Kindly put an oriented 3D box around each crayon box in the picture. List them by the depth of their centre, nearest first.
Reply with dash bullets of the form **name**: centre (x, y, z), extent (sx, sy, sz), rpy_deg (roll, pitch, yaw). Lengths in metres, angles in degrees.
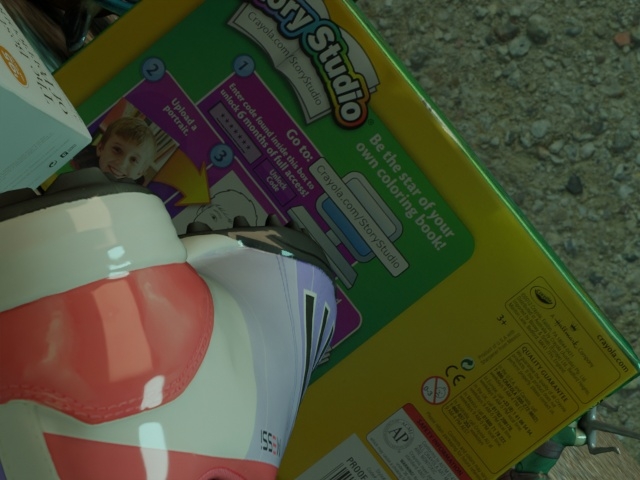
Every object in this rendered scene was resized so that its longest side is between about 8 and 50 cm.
- **crayon box**: centre (0.000, -0.001, 0.880), extent (0.278, 0.165, 0.081), rpy_deg (52, 7, 2)

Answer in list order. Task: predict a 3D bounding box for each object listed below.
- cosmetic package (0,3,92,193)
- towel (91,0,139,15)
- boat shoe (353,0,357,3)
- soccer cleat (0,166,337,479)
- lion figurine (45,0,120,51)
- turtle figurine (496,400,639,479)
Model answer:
- **cosmetic package**: centre (-0.189, -0.123, 0.737), extent (0.239, 0.060, 0.099), rpy_deg (54, 8, 19)
- **towel**: centre (-0.199, -0.293, 1.010), extent (0.271, 0.040, 0.370), rpy_deg (20, 41, -40)
- **boat shoe**: centre (-0.047, -0.136, 1.104), extent (0.111, 0.104, 0.307), rpy_deg (39, -19, 5)
- **soccer cleat**: centre (-0.052, 0.054, 0.626), extent (0.318, 0.108, 0.116), rpy_deg (23, 49, -79)
- **lion figurine**: centre (-0.191, -0.253, 1.213), extent (0.240, 0.142, 0.392), rpy_deg (54, 14, -72)
- **turtle figurine**: centre (0.158, 0.182, 1.158), extent (0.175, 0.118, 0.234), rpy_deg (65, -10, -6)
